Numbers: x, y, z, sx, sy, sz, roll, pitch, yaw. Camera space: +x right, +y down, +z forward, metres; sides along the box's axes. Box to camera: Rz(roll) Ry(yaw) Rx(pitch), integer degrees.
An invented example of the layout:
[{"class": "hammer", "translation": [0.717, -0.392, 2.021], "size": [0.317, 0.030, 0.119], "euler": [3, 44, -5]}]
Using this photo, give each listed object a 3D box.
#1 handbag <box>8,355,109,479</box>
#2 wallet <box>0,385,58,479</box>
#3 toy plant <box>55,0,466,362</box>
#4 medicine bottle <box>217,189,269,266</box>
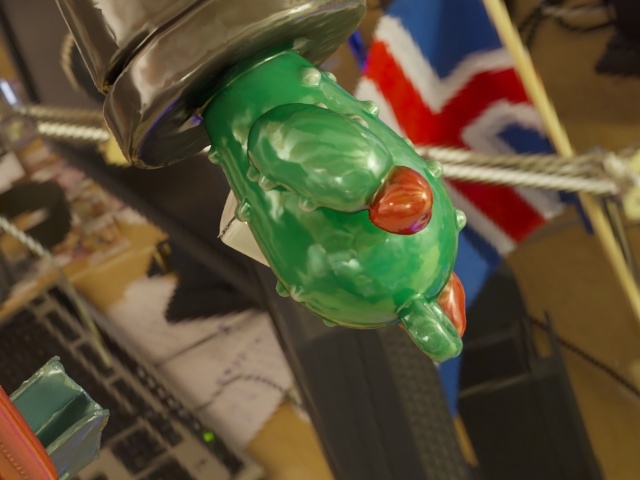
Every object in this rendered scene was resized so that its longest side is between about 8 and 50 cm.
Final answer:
[{"class": "handbag", "translation": [-0.264, 0.211, 1.221], "size": [0.062, 0.179, 0.229], "euler": [41, 64, 13]}, {"class": "wallet", "translation": [-0.229, 0.069, 0.897], "size": [0.142, 0.204, 0.045], "euler": [30, 68, 23]}, {"class": "toy plant", "translation": [-0.034, -0.089, 0.987], "size": [0.185, 0.400, 0.279], "euler": [-30, -6, -19]}, {"class": "medicine bottle", "translation": [0.000, 0.000, 1.718], "size": [0.078, 0.219, 0.115], "euler": [-52, 17, 36]}]
